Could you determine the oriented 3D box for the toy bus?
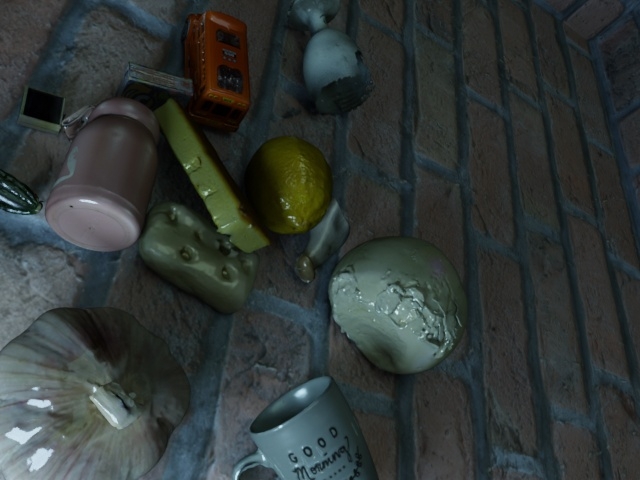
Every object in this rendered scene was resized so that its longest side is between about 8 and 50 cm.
[{"bbox_3d":[-0.251,-0.437,1.472,0.142,0.153,0.329,11,58,-30],"label":"toy bus"}]

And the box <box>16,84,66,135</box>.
[{"bbox_3d":[-0.560,-0.261,1.218,0.083,0.035,0.079,13,58,-30],"label":"box"}]

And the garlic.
[{"bbox_3d":[-0.366,0.251,0.947,0.321,0.241,0.322,15,38,-13],"label":"garlic"}]

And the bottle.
[{"bbox_3d":[-0.421,-0.143,1.169,0.206,0.173,0.297,4,56,1],"label":"bottle"}]

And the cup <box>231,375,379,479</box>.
[{"bbox_3d":[-0.030,0.424,1.137,0.258,0.186,0.234,-30,92,-14],"label":"cup"}]

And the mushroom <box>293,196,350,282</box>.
[{"bbox_3d":[0.000,0.000,1.450,0.225,0.093,0.116,-58,149,-23],"label":"mushroom"}]

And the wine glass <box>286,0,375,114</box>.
[{"bbox_3d":[0.023,-0.530,1.712,0.190,0.190,0.357,-3,63,-38],"label":"wine glass"}]

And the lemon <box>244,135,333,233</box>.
[{"bbox_3d":[-0.073,-0.129,1.390,0.204,0.204,0.260,10,53,-32],"label":"lemon"}]

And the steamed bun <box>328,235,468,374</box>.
[{"bbox_3d":[0.207,0.126,1.426,0.334,0.233,0.312,44,48,-9],"label":"steamed bun"}]

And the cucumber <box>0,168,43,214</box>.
[{"bbox_3d":[-0.621,-0.119,1.067,0.265,0.077,0.077,32,50,-21],"label":"cucumber"}]

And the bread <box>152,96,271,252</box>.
[{"bbox_3d":[-0.231,-0.133,1.260,0.361,0.077,0.138,55,0,26],"label":"bread"}]

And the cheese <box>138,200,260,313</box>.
[{"bbox_3d":[-0.249,0.028,1.240,0.263,0.093,0.159,33,47,-19],"label":"cheese"}]

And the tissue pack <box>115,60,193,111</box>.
[{"bbox_3d":[-0.372,-0.326,1.345,0.148,0.108,0.060,8,57,-32],"label":"tissue pack"}]
